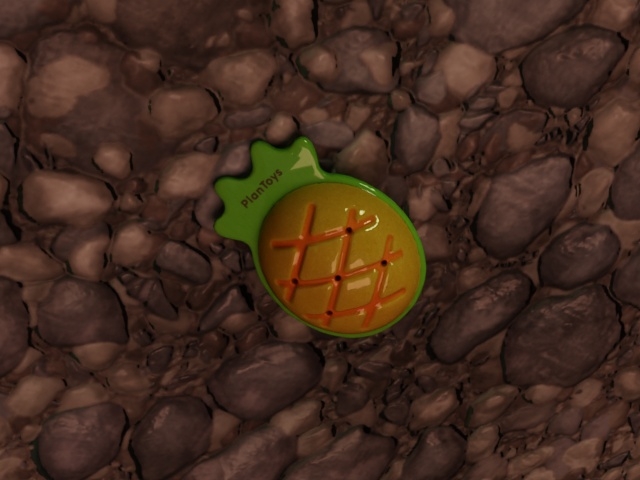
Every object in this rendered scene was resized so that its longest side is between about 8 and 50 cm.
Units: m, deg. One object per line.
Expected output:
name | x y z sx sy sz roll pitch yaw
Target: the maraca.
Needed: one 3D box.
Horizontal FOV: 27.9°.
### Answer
maraca | 0.000 0.000 1.022 0.186 0.099 0.127 42 103 -12
